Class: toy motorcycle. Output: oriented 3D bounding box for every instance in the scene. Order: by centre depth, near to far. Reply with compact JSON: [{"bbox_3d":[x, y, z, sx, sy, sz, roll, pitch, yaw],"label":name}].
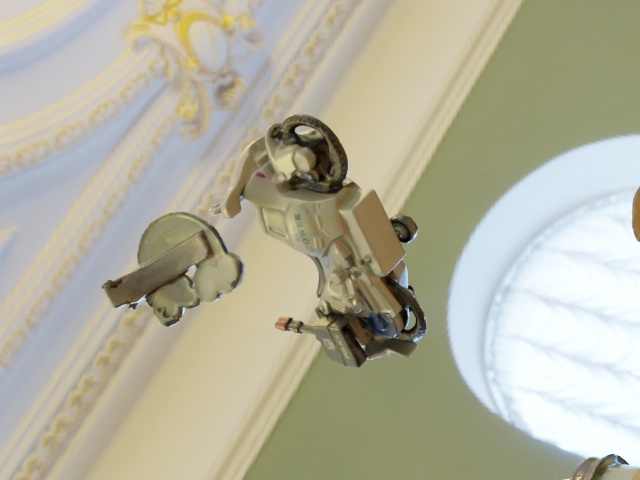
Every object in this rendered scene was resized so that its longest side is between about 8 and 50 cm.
[{"bbox_3d":[0.000,0.000,0.815,0.102,0.150,0.221,-44,-63,-35],"label":"toy motorcycle"}]

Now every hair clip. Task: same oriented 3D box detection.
[{"bbox_3d":[-0.166,0.030,1.155,0.116,0.172,0.049,63,-157,4],"label":"hair clip"}]

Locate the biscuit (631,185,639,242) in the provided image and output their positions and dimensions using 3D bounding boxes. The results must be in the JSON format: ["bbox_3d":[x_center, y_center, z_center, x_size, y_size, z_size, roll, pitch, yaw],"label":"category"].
[{"bbox_3d":[0.326,-0.035,0.870,0.023,0.140,0.118,21,-128,-30],"label":"biscuit"}]

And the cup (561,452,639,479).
[{"bbox_3d":[0.284,0.232,0.660,0.196,0.280,0.196,25,-120,-54],"label":"cup"}]
